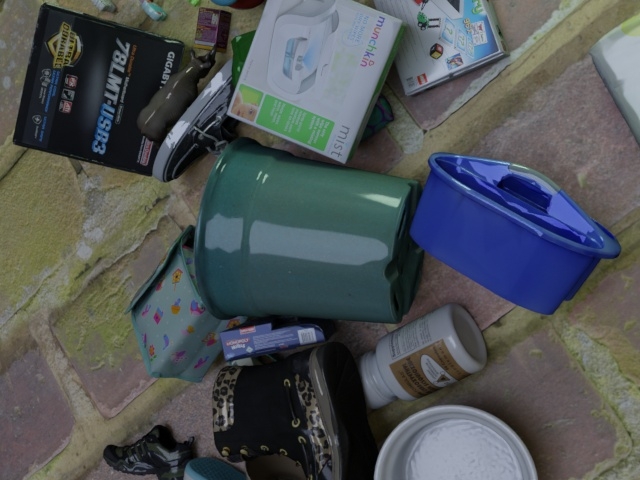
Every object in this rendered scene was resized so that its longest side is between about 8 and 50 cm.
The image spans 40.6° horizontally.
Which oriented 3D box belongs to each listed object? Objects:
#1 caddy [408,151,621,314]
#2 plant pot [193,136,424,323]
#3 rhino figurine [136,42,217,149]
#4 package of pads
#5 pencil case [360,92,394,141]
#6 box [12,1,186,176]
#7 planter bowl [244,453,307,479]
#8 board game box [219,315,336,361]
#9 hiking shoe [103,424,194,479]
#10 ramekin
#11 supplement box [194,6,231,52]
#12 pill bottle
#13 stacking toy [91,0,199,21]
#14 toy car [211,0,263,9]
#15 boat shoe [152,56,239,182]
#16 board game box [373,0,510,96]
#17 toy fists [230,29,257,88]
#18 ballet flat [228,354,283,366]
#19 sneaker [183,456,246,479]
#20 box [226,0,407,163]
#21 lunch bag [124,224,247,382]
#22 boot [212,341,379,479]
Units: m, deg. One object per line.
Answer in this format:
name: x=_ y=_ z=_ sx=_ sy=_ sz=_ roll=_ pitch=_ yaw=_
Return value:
caddy: x=0.315 y=-0.033 z=1.411 sx=0.341 sy=0.241 sz=0.179 roll=32 pitch=112 yaw=22
plant pot: x=0.000 y=0.000 z=1.543 sx=0.334 sy=0.341 sz=0.341 roll=8 pitch=97 yaw=19
rhino figurine: x=-0.280 y=-0.296 z=1.736 sx=0.073 sy=0.106 sz=0.243 roll=39 pitch=94 yaw=11
package of pads: x=0.593 y=-0.279 z=1.325 sx=0.296 sy=0.101 sz=0.229 roll=-30 pitch=80 yaw=25
pencil case: x=0.063 y=-0.219 z=1.626 sx=0.152 sy=0.064 sz=0.070 roll=-29 pitch=108 yaw=25
box: x=-0.457 y=-0.308 z=1.791 sx=0.293 sy=0.073 sz=0.295 roll=14 pitch=105 yaw=-16
planter bowl: x=-0.071 y=0.473 z=1.706 sx=0.162 sy=0.162 sz=0.109 roll=26 pitch=131 yaw=24
board game box: x=-0.074 y=0.174 z=1.674 sx=0.194 sy=0.194 sz=0.060 roll=-12 pitch=92 yaw=8
hiking shoe: x=-0.373 y=0.459 z=1.903 sx=0.227 sy=0.086 sz=0.114 roll=5 pitch=83 yaw=21
ramekin: x=0.242 y=0.421 z=1.508 sx=0.277 sy=0.135 sz=0.277 roll=-2 pitch=83 yaw=16
supplement box: x=-0.221 y=-0.431 z=1.771 sx=0.055 sy=0.043 sz=0.083 roll=15 pitch=101 yaw=26
pill bottle: x=0.172 y=0.216 z=1.562 sx=0.229 sy=0.131 sz=0.131 roll=-31 pitch=80 yaw=26
stacking toy: x=-0.377 y=-0.515 z=1.843 sx=0.221 sy=0.052 sz=0.167 roll=46 pitch=112 yaw=16
toy car: x=-0.066 y=-0.478 z=1.631 sx=0.238 sy=0.219 sz=0.210 roll=42 pitch=114 yaw=-12
boat shoe: x=-0.218 y=-0.224 z=1.751 sx=0.105 sy=0.113 sz=0.306 roll=41 pitch=97 yaw=7
board game box: x=0.196 y=-0.434 z=1.544 sx=0.193 sy=0.053 sz=0.305 roll=-20 pitch=87 yaw=27
toy fists: x=-0.034 y=-0.333 z=1.632 sx=0.279 sy=0.096 sz=0.142 roll=-11 pitch=79 yaw=10
ballet flat: x=-0.097 y=0.275 z=1.731 sx=0.247 sy=0.087 sz=0.083 roll=31 pitch=107 yaw=22
sneaker: x=-0.169 y=0.607 z=1.776 sx=0.319 sy=0.127 sz=0.208 roll=26 pitch=105 yaw=32
box: x=-0.004 y=-0.300 z=1.512 sx=0.231 sy=0.127 sz=0.262 roll=24 pitch=105 yaw=5
lunch bag: x=-0.285 y=0.121 z=1.777 sx=0.223 sy=0.160 sz=0.262 roll=-51 pitch=46 yaw=24
boot: x=-0.048 y=0.384 z=1.581 sx=0.284 sy=0.138 sz=0.377 roll=-11 pitch=90 yaw=35
